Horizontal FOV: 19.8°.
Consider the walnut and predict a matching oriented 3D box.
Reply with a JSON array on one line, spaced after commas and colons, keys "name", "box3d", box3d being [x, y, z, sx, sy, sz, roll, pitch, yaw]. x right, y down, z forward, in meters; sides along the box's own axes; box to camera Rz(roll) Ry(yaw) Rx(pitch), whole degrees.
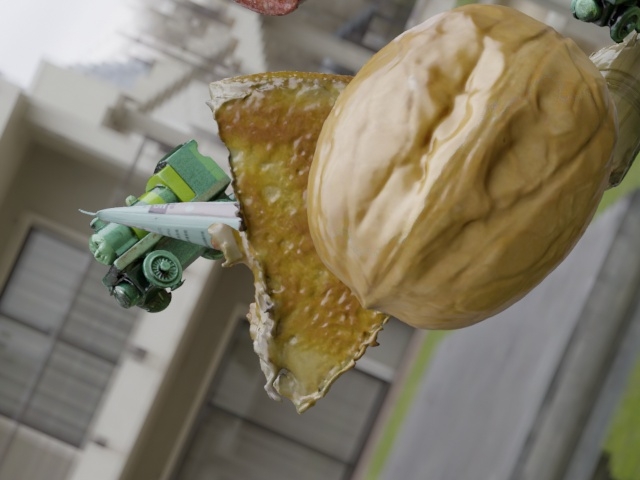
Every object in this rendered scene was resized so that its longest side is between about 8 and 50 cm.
[{"name": "walnut", "box3d": [0.079, -0.042, 1.049, 0.206, 0.159, 0.159, -55, -5, -24]}]

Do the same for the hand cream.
[{"name": "hand cream", "box3d": [-0.068, -0.008, 1.784, 0.085, 0.331, 0.058, 8, -95, -72]}]

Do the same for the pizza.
[{"name": "pizza", "box3d": [0.000, 0.000, 1.564, 0.071, 0.189, 0.297, -78, -20, -84]}]

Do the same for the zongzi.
[{"name": "zongzi", "box3d": [0.247, -0.110, 1.853, 0.197, 0.099, 0.194, -21, 24, 50]}]

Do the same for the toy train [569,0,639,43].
[{"name": "toy train", "box3d": [0.305, -0.259, 1.761, 0.170, 0.071, 0.111, -25, -41, -45]}]

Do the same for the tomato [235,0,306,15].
[{"name": "tomato", "box3d": [-0.045, -0.284, 1.668, 0.091, 0.159, 0.139, -39, -59, -32]}]

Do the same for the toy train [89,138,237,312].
[{"name": "toy train", "box3d": [-0.178, -0.011, 2.093, 0.200, 0.132, 0.083, -40, -5, -34]}]
